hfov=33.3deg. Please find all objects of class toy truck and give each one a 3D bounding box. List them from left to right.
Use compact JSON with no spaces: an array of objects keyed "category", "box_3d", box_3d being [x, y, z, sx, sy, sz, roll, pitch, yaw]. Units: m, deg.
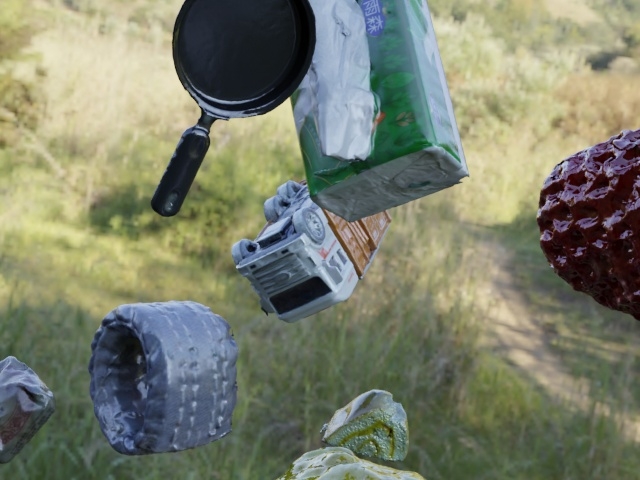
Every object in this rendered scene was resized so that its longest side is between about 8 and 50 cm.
[{"category":"toy truck","box_3d":[0.000,0.000,1.993,0.173,0.207,0.387,-26,16,28]}]

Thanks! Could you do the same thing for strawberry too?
[{"category":"strawberry","box_3d":[0.430,-0.020,1.320,0.345,0.317,0.295,2,30,25]}]

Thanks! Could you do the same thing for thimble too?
[{"category":"thimble","box_3d":[-0.237,0.210,1.649,0.172,0.236,0.205,2,-22,-41]}]

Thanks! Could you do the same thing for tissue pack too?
[{"category":"tissue pack","box_3d":[0.038,-0.151,1.062,0.148,0.209,0.156,-19,-23,24]}]

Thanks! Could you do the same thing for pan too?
[{"category":"pan","box_3d":[-0.091,-0.129,0.931,0.136,0.235,0.028,26,4,-35]}]

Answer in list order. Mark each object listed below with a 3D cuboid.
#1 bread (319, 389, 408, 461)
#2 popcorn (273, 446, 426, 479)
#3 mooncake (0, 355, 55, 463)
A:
[{"category":"bread","box_3d":[0.086,0.318,1.891,0.156,0.110,0.103,13,16,-9]},{"category":"popcorn","box_3d":[0.071,0.373,1.257,0.334,0.292,0.293,16,44,-36]},{"category":"mooncake","box_3d":[-0.434,0.232,1.477,0.130,0.125,0.073,26,-11,45]}]
